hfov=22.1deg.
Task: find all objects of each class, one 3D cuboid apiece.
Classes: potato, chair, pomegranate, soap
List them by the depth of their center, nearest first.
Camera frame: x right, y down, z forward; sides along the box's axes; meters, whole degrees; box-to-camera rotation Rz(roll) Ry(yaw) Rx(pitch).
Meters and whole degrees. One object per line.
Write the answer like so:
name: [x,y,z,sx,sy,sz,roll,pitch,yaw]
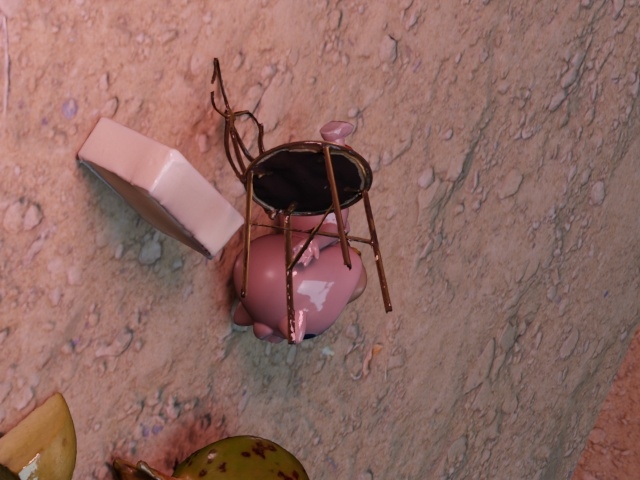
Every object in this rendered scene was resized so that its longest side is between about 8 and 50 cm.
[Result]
soap: [-0.176,-0.055,1.827,0.064,0.121,0.183,-57,148,-10]
chair: [-0.026,-0.065,1.852,0.160,0.170,0.326,48,30,-52]
potato: [-0.306,0.269,1.892,0.120,0.081,0.149,-41,140,-31]
pomegranate: [-0.125,0.341,2.089,0.231,0.231,0.286,-52,134,-20]

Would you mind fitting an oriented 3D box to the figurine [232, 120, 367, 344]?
figurine: [0.000,0.000,2.085,0.186,0.176,0.287,23,76,-33]
